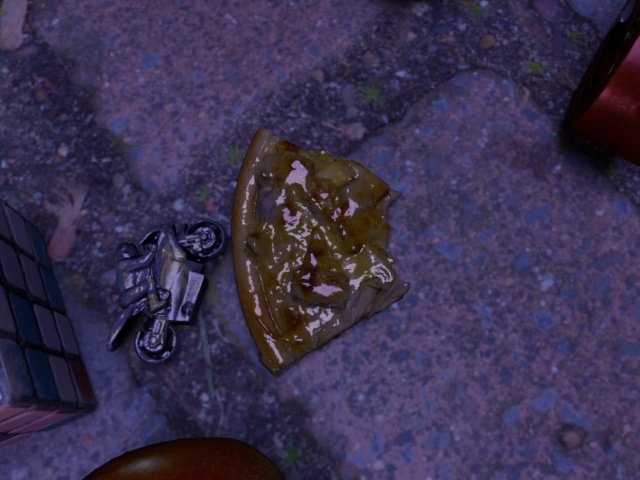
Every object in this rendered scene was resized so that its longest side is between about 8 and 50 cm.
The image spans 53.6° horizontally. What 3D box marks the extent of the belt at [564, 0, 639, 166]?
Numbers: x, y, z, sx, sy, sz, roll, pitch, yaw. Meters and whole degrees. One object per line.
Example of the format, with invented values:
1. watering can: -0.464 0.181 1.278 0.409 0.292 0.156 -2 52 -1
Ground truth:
1. belt: 0.423 -0.240 0.801 0.115 0.227 0.323 31 57 5

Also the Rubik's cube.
1. Rubik's cube: -0.417 0.102 0.643 0.254 0.259 0.256 -21 78 -10

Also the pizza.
1. pizza: 0.000 0.000 0.785 0.223 0.089 0.323 -4 76 -1

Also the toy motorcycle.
1. toy motorcycle: -0.200 0.049 0.771 0.124 0.061 0.193 21 75 6

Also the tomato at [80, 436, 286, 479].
1. tomato: -0.133 0.347 0.606 0.304 0.239 0.303 -2 78 9
